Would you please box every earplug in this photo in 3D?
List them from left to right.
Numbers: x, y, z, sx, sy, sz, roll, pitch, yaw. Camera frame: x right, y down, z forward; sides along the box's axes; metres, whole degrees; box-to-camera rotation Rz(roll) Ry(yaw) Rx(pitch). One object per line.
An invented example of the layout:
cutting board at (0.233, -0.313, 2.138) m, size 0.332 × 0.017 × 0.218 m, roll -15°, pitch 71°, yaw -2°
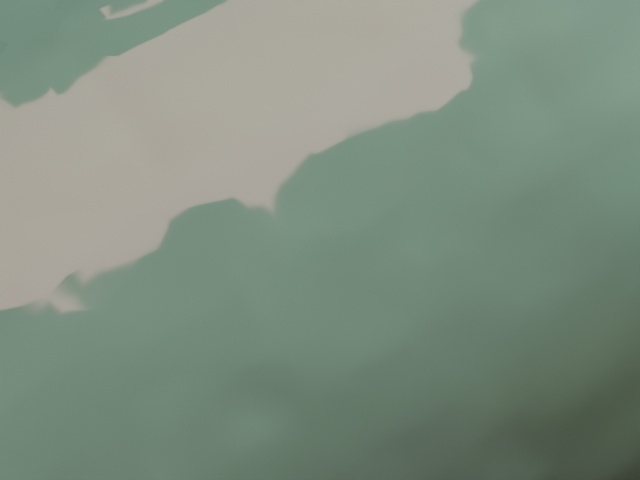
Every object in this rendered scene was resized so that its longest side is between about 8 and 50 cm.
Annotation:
earplug at (0.000, 0.000, 0.505) m, size 0.394 × 0.312 × 0.313 m, roll -31°, pitch 55°, yaw 1°
